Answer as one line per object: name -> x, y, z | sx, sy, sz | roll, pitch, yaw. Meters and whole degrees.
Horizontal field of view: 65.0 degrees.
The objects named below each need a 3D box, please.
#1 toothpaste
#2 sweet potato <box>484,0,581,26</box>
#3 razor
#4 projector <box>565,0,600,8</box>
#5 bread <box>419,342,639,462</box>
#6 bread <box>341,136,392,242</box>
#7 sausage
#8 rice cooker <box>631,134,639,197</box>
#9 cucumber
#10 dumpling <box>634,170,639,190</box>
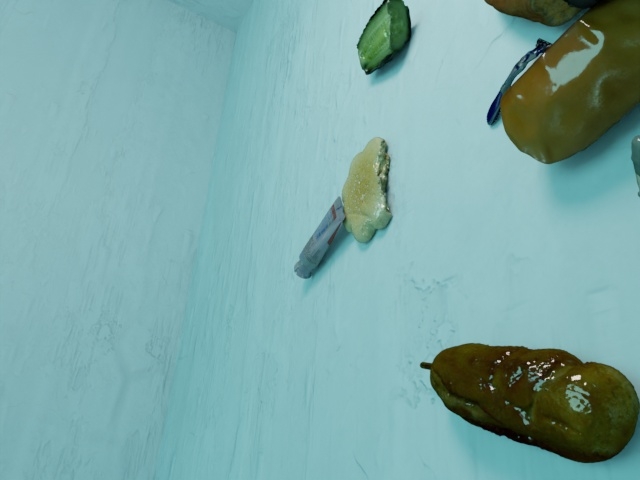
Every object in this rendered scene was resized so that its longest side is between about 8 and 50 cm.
toothpaste -> 0.000, 0.000, 1.256 | 0.089, 0.057, 0.234 | -100, 31, -48
sweet potato -> 0.333, -0.412, 0.823 | 0.097, 0.097, 0.251 | -63, 29, 20
razor -> 0.319, -0.262, 0.835 | 0.154, 0.028, 0.044 | -58, 30, 27
projector -> 0.354, -0.535, 0.581 | 0.405, 0.242, 0.395 | -41, 35, 30
bread -> 0.235, 0.194, 0.661 | 0.344, 0.084, 0.124 | -8, 67, 62
bread -> 0.099, -0.112, 1.167 | 0.182, 0.039, 0.250 | -38, 43, 49
sausage -> 0.345, -0.210, 0.647 | 0.136, 0.120, 0.241 | 50, 131, 15
rice cooker -> 0.387, -0.051, 0.307 | 0.317, 0.264, 0.316 | -41, 32, 32
cucumber -> 0.160, -0.493, 1.234 | 0.193, 0.086, 0.115 | -28, 83, 60
dumpling -> 0.393, -0.092, 0.574 | 0.060, 0.043, 0.077 | 0, 58, 46
